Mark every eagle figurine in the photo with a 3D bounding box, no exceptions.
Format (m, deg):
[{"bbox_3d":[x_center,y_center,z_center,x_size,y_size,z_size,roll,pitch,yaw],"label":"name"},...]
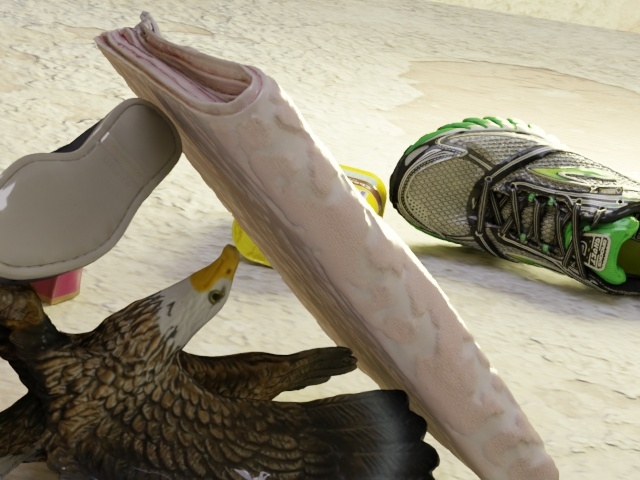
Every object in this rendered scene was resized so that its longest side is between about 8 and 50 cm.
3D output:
[{"bbox_3d":[-0.098,0.097,1.217,0.298,0.225,0.226,34,50,-26],"label":"eagle figurine"}]

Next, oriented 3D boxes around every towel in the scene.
[{"bbox_3d":[0.000,0.000,1.267,0.332,0.053,0.317,51,-6,-25],"label":"towel"}]

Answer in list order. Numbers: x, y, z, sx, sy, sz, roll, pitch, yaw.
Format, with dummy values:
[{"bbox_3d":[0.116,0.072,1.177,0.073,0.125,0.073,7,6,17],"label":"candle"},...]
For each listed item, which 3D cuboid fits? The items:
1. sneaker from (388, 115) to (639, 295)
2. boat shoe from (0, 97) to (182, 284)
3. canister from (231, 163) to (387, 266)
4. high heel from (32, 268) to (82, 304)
[{"bbox_3d":[0.235,-0.028,1.852,0.343,0.134,0.146,10,17,0],"label":"sneaker"},{"bbox_3d":[-0.155,-0.020,1.166,0.075,0.065,0.206,51,36,-5],"label":"boat shoe"},{"bbox_3d":[-0.006,-0.026,1.810,0.126,0.073,0.170,12,15,6],"label":"canister"},{"bbox_3d":[-0.248,0.004,1.479,0.082,0.117,0.244,19,18,29],"label":"high heel"}]
